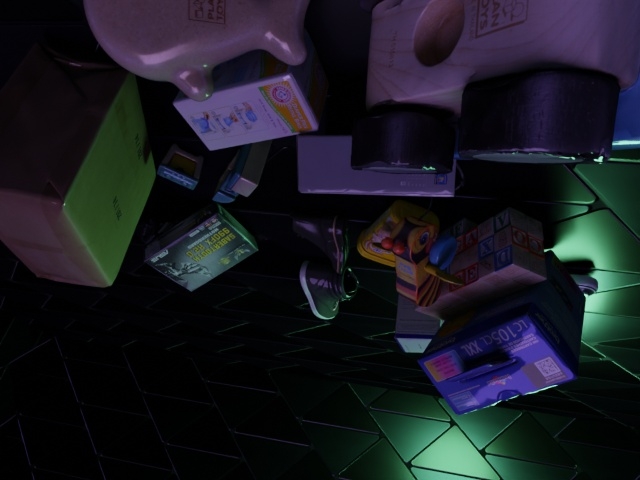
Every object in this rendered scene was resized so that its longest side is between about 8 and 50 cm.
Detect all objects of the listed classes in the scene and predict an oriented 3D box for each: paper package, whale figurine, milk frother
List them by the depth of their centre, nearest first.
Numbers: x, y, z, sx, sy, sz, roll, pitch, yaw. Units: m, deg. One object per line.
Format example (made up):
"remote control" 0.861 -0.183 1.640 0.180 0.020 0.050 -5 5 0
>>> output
"whale figurine" -0.149 -0.292 0.557 0.271 0.216 0.141 2 -164 -6
"paper package" -0.441 -0.119 0.781 0.168 0.310 0.325 12 151 -6
"milk frother" -0.414 -0.002 1.213 0.143 0.129 0.135 45 174 40

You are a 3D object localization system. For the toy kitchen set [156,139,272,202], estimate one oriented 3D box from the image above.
"toy kitchen set" -0.221 -0.145 0.848 0.166 0.122 0.207 25 148 -22

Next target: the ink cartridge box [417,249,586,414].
"ink cartridge box" 0.389 0.202 0.916 0.151 0.395 0.270 53 128 3

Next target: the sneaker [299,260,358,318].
"sneaker" 0.048 0.167 1.307 0.146 0.105 0.296 5 146 22

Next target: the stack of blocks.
"stack of blocks" 0.329 0.045 0.932 0.087 0.171 0.297 21 148 -17

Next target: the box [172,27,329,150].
"box" -0.102 -0.229 0.668 0.203 0.114 0.103 -4 145 24

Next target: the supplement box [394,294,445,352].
"supplement box" 0.266 0.169 1.121 0.113 0.220 0.111 -4 148 23

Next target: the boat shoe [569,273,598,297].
"boat shoe" 0.570 0.170 1.132 0.108 0.102 0.301 30 146 -29

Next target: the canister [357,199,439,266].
"canister" 0.175 -0.014 0.986 0.126 0.073 0.170 19 148 -13

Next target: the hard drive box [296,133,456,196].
"hard drive box" 0.098 -0.128 0.699 0.232 0.089 0.181 2 -166 14

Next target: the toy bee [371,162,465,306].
"toy bee" 0.173 0.013 0.831 0.195 0.162 0.298 2 112 52

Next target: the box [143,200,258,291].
"box" -0.310 0.021 1.126 0.231 0.056 0.183 -31 138 8

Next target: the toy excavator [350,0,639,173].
"toy excavator" 0.309 -0.171 0.404 0.445 0.223 0.433 -2 -173 -32

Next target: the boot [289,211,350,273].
"boot" 0.000 0.000 1.086 0.137 0.077 0.198 9 138 13
